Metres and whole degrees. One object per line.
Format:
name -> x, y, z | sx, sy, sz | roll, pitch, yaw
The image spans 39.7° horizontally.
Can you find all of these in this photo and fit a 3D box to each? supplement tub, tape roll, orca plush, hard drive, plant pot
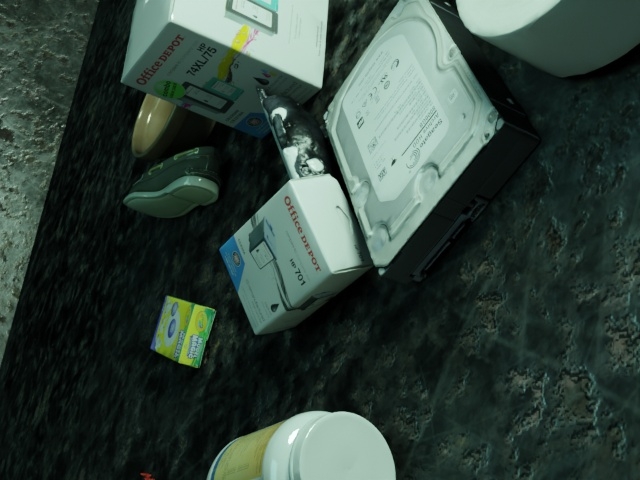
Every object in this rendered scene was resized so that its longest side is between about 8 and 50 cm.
supplement tub -> -0.025, 0.272, 0.987 | 0.199, 0.144, 0.144 | -32, 46, 49
tape roll -> 0.259, -0.311, 0.874 | 0.286, 0.100, 0.286 | -47, 31, 40
orca plush -> -0.012, -0.149, 1.323 | 0.287, 0.102, 0.151 | -115, 5, -62
hard drive -> 0.114, -0.140, 1.085 | 0.237, 0.064, 0.339 | -53, 34, 30
plant pot -> -0.279, -0.255, 1.786 | 0.237, 0.109, 0.237 | -40, 37, 39

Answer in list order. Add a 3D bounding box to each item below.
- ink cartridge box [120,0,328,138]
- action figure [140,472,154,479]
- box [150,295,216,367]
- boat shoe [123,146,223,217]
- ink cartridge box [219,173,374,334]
ink cartridge box -> -0.155, -0.332, 1.454 | 0.198, 0.270, 0.197 | -32, 47, 50
action figure -> -0.314, 0.456, 1.507 | 0.038, 0.030, 0.115 | 14, 88, 57
box -> -0.237, 0.158, 1.539 | 0.179, 0.043, 0.105 | 5, 78, 59
boat shoe -> -0.286, -0.110, 1.725 | 0.305, 0.109, 0.091 | -11, 63, 51
ink cartridge box -> -0.036, 0.021, 1.180 | 0.190, 0.082, 0.140 | -42, 67, 44
